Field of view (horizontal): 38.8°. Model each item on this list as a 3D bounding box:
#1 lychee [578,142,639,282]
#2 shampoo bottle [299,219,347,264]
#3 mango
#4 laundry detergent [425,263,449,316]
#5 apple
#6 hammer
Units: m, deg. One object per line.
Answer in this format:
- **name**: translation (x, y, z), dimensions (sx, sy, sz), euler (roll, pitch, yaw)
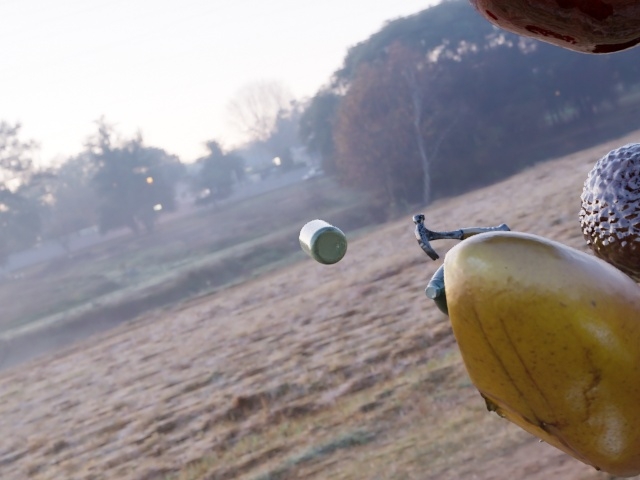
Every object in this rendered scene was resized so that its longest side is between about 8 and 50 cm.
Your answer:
- **lychee**: translation (0.578, -0.047, 1.607), dimensions (0.261, 0.260, 0.260), euler (-18, 2, 1)
- **shampoo bottle**: translation (0.000, 0.000, 1.867), dimensions (0.079, 0.079, 0.162), euler (-19, 12, -10)
- **mango**: translation (0.242, 0.103, 0.924), dimensions (0.199, 0.350, 0.201), euler (-36, 34, 10)
- **laundry detergent**: translation (0.251, 0.080, 1.601), dimensions (0.063, 0.137, 0.211), euler (21, 24, 35)
- **apple**: translation (0.326, -0.381, 1.126), dimensions (0.295, 0.329, 0.365), euler (-53, 11, 26)
- **hammer**: translation (0.246, -0.007, 1.553), dimensions (0.201, 0.078, 0.021), euler (-2, -17, -31)
